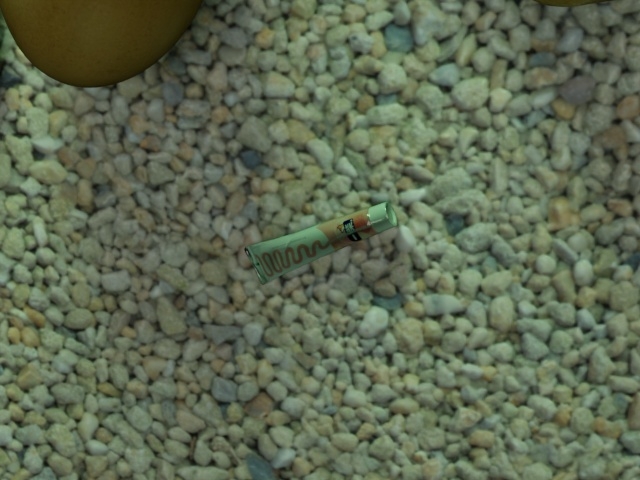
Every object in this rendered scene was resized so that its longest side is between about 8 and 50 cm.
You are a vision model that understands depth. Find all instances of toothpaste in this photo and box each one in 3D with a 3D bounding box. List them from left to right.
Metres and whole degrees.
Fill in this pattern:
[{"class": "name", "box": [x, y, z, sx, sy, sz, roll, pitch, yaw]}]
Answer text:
[{"class": "toothpaste", "box": [0.000, 0.000, 1.542, 0.205, 0.036, 0.056, -21, 102, 22]}]

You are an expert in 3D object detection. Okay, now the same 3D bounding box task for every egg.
[{"class": "egg", "box": [-0.253, -0.326, 1.391, 0.250, 0.250, 0.322, 30, 121, 4]}]

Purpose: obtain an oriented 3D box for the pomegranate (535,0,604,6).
[{"class": "pomegranate", "box": [0.288, -0.396, 1.218, 0.333, 0.332, 0.332, 4, 107, 12]}]
